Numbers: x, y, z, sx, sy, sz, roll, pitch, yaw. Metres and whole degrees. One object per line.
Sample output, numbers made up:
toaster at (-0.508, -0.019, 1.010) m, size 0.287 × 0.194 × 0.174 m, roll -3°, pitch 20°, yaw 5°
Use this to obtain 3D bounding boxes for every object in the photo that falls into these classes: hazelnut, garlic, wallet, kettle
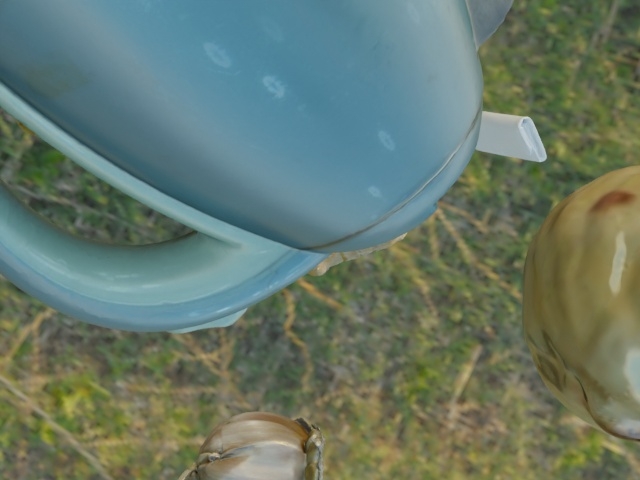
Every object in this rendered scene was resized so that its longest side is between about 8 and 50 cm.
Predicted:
hazelnut at (0.306, 0.059, 1.338) m, size 0.241 × 0.261 × 0.261 m, roll -27°, pitch 130°, yaw -18°
garlic at (-0.080, 0.301, 1.800) m, size 0.257 × 0.207 × 0.207 m, roll 0°, pitch 109°, yaw -61°
wallet at (0.208, -0.122, 1.714) m, size 0.025 × 0.122 × 0.061 m, roll -45°, pitch 119°, yaw -18°
kettle at (-0.079, -0.111, 0.785) m, size 0.319 × 0.247 × 0.342 m, roll -38°, pitch 113°, yaw 10°

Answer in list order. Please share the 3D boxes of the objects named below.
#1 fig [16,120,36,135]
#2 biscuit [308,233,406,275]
fig at (-0.264, -0.124, 1.406) m, size 0.050 × 0.083 × 0.050 m, roll -2°, pitch 95°, yaw -21°
biscuit at (0.000, 0.000, 1.975) m, size 0.035 × 0.250 × 0.162 m, roll 68°, pitch 29°, yaw -19°
